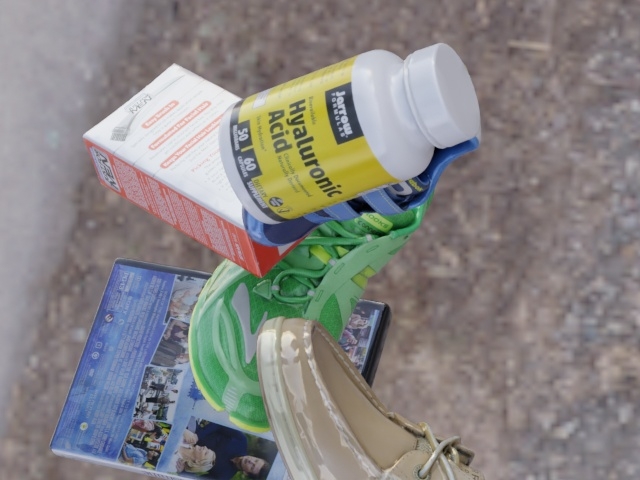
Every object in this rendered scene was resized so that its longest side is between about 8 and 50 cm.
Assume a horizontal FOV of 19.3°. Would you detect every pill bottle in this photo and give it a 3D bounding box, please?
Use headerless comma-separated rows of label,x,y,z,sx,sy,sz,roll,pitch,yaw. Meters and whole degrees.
pill bottle,0.015,-0.054,0.903,0.116,0.065,0.065,-19,67,25

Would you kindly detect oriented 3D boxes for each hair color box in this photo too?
hair color box,-0.072,-0.050,1.297,0.167,0.093,0.053,31,150,34

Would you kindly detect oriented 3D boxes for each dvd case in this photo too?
dvd case,-0.082,0.115,1.548,0.022,0.253,0.180,61,-137,-60

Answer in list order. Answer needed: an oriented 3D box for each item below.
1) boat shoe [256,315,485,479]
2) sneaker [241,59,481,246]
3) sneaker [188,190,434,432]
boat shoe,0.061,0.162,1.217,0.098,0.302,0.109,-24,22,19
sneaker,0.021,-0.038,0.973,0.144,0.053,0.059,-36,48,13
sneaker,0.000,0.000,1.343,0.295,0.109,0.123,-59,0,-25
